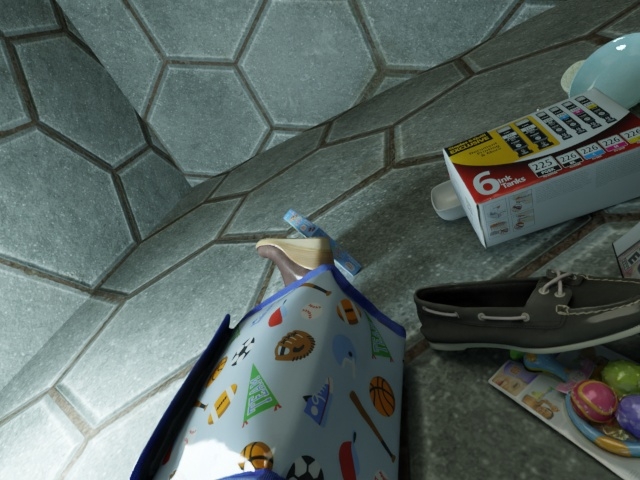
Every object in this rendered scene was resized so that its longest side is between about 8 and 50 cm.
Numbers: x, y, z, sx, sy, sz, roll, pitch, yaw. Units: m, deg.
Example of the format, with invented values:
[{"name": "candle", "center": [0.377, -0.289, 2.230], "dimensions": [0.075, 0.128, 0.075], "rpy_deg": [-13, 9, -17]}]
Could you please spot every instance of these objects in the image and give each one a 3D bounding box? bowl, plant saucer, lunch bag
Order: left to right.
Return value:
[{"name": "lunch bag", "center": [-0.092, 0.262, 0.596], "dimensions": [0.385, 0.239, 0.328], "rpy_deg": [-34, 20, 34]}, {"name": "bowl", "center": [0.345, -0.104, 0.971], "dimensions": [0.142, 0.053, 0.142], "rpy_deg": [-20, 28, 21]}, {"name": "plant saucer", "center": [0.663, -0.358, 0.893], "dimensions": [0.195, 0.037, 0.195], "rpy_deg": [-38, 43, 48]}]

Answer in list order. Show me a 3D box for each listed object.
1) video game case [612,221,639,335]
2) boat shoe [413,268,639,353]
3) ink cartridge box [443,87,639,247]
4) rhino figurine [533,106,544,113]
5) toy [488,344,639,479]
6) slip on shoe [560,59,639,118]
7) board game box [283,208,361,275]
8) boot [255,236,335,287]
[{"name": "video game case", "center": [0.442, 0.009, 0.422], "dimensions": [0.275, 0.035, 0.248], "rpy_deg": [-59, -4, -47]}, {"name": "boat shoe", "center": [0.263, 0.089, 0.553], "dimensions": [0.112, 0.095, 0.335], "rpy_deg": [-29, 2, -38]}, {"name": "ink cartridge box", "center": [0.427, -0.165, 0.811], "dimensions": [0.309, 0.130, 0.272], "rpy_deg": [-21, 41, 12]}, {"name": "rhino figurine", "center": [0.569, -0.257, 0.975], "dimensions": [0.106, 0.073, 0.243], "rpy_deg": [-49, 25, 7]}, {"name": "toy", "center": [0.331, 0.176, 0.473], "dimensions": [0.137, 0.056, 0.237], "rpy_deg": [-38, 26, -12]}, {"name": "slip on shoe", "center": [0.718, -0.340, 0.932], "dimensions": [0.123, 0.101, 0.331], "rpy_deg": [-59, 30, 20]}, {"name": "board game box", "center": [0.000, 0.000, 1.035], "dimensions": [0.039, 0.160, 0.211], "rpy_deg": [-50, 27, -3]}, {"name": "boot", "center": [-0.066, 0.097, 0.903], "dimensions": [0.090, 0.207, 0.248], "rpy_deg": [2, -2, -43]}]
